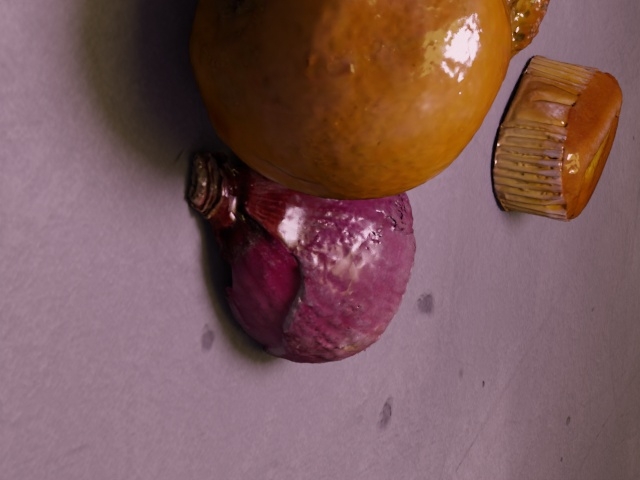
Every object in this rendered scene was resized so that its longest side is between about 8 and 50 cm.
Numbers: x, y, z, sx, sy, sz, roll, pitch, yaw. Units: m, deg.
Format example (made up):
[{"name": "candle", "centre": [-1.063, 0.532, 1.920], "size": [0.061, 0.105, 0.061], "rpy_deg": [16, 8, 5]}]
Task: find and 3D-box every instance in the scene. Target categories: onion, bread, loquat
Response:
[{"name": "onion", "centre": [0.000, 0.000, 1.330], "size": [0.348, 0.159, 0.267], "rpy_deg": [29, 71, -60]}, {"name": "bread", "centre": [0.407, -0.171, 1.988], "size": [0.288, 0.156, 0.204], "rpy_deg": [-59, 147, -35]}, {"name": "loquat", "centre": [0.026, -0.197, 1.156], "size": [0.328, 0.328, 0.329], "rpy_deg": [-27, 122, -55]}]

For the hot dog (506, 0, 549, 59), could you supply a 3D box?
[{"name": "hot dog", "centre": [0.190, -0.374, 1.522], "size": [0.267, 0.174, 0.388], "rpy_deg": [-36, 130, -48]}]
